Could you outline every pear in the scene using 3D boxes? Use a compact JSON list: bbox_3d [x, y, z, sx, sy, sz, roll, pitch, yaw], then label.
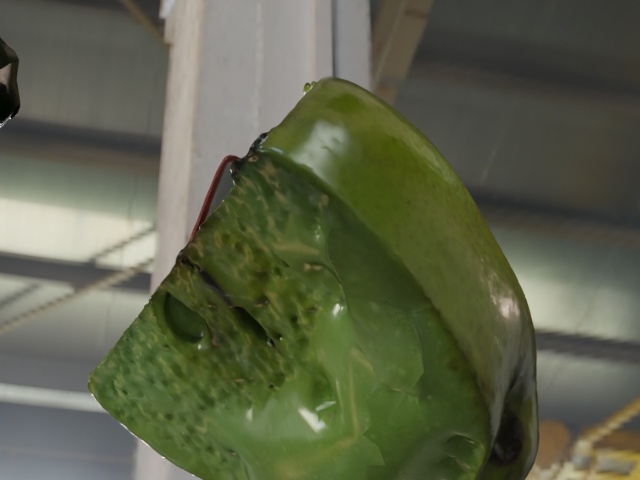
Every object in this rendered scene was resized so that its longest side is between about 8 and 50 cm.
[{"bbox_3d":[0.036,0.068,1.173,0.318,0.238,0.342,41,-45,1],"label":"pear"}]

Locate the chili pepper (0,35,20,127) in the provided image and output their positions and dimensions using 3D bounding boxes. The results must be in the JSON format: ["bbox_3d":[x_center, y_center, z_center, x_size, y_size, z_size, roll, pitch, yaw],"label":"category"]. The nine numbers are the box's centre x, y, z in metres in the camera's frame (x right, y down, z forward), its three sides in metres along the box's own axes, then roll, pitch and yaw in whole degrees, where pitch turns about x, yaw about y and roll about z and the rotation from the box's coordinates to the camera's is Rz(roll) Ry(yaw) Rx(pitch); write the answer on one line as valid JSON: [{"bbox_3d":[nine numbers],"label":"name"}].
[{"bbox_3d":[-0.309,-0.107,0.920,0.261,0.174,0.165,-8,-14,-32],"label":"chili pepper"}]

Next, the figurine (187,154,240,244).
[{"bbox_3d":[0.000,0.000,1.621,0.226,0.183,0.160,-13,-40,46],"label":"figurine"}]
